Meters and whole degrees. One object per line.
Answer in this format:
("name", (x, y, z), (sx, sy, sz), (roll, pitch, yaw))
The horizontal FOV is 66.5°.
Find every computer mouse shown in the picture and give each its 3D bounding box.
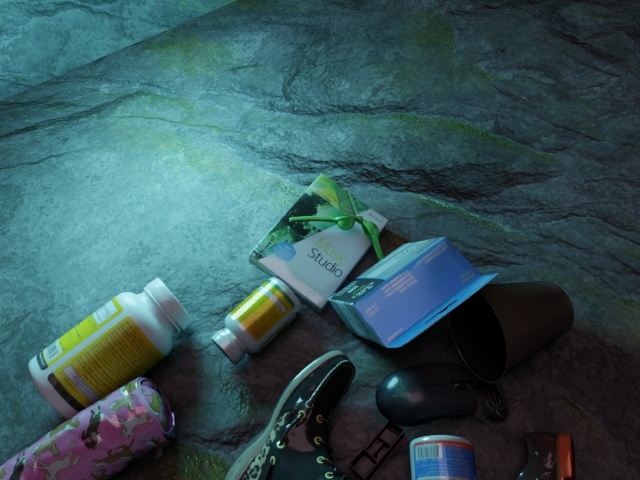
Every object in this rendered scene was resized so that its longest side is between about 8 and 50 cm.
("computer mouse", (0.251, 0.308, 1.038), (0.272, 0.072, 0.189), (-10, 54, -8))

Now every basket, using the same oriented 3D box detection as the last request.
("basket", (0.417, 0.171, 1.052), (0.226, 0.154, 0.205), (-12, 82, -27))

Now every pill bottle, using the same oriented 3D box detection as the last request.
("pill bottle", (0.232, 0.488, 0.901), (0.124, 0.124, 0.222), (-2, 55, 8))
("pill bottle", (-0.154, 0.196, 1.176), (0.208, 0.118, 0.117), (-42, 59, -19))
("pill bottle", (-0.476, 0.245, 1.147), (0.334, 0.188, 0.188), (-39, 58, -18))

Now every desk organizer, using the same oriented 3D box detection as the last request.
("desk organizer", (0.117, 0.431, 1.005), (0.047, 0.050, 0.130), (36, 67, 29))

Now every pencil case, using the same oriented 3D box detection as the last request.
("pencil case", (-0.496, 0.454, 1.015), (0.386, 0.160, 0.167), (-31, 77, -13))

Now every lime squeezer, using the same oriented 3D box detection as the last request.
("lime squeezer", (0.078, -0.017, 1.260), (0.310, 0.059, 0.110), (31, 95, 3))

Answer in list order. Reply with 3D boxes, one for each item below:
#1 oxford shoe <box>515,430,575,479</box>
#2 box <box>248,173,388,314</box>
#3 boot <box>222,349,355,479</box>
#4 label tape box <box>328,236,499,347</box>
("oxford shoe", (0.415, 0.492, 0.904), (0.098, 0.097, 0.272), (-3, 47, 31))
("box", (0.000, 0.000, 1.289), (0.232, 0.058, 0.322), (36, 64, 8))
("boot", (0.010, 0.420, 0.930), (0.284, 0.138, 0.377), (23, 63, 44))
("label tape box", (0.176, 0.103, 1.047), (0.249, 0.347, 0.115), (-34, 91, -12))
